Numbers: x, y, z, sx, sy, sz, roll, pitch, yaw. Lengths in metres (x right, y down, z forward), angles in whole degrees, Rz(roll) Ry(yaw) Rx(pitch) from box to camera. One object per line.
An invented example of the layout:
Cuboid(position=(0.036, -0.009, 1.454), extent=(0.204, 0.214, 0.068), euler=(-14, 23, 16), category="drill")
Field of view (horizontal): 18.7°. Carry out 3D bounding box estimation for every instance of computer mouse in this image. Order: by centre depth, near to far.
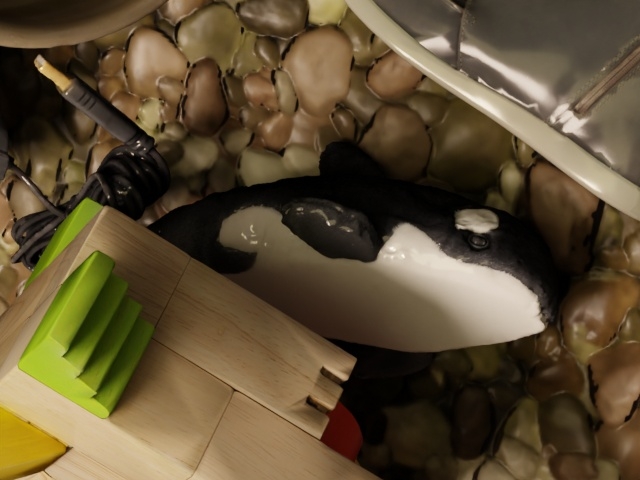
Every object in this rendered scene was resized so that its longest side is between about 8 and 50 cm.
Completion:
Cuboid(position=(-0.210, -0.071, 1.071), extent=(0.262, 0.060, 0.184), euler=(43, 144, -19), category="computer mouse")

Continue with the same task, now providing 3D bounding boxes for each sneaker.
Cuboid(position=(0.114, -0.117, 0.995), extent=(0.222, 0.083, 0.118), euler=(37, 100, 16), category="sneaker")

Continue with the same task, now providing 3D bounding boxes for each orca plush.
Cuboid(position=(0.000, 0.000, 1.076), extent=(0.287, 0.102, 0.151), euler=(-11, 137, 38), category="orca plush")

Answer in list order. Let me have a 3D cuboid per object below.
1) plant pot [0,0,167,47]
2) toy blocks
Cuboid(position=(-0.228, -0.275, 1.032), extent=(0.280, 0.323, 0.323), euler=(13, 103, 41), category="plant pot")
Cuboid(position=(-0.071, 0.134, 1.030), extent=(0.261, 0.191, 0.381), euler=(33, 150, -12), category="toy blocks")
